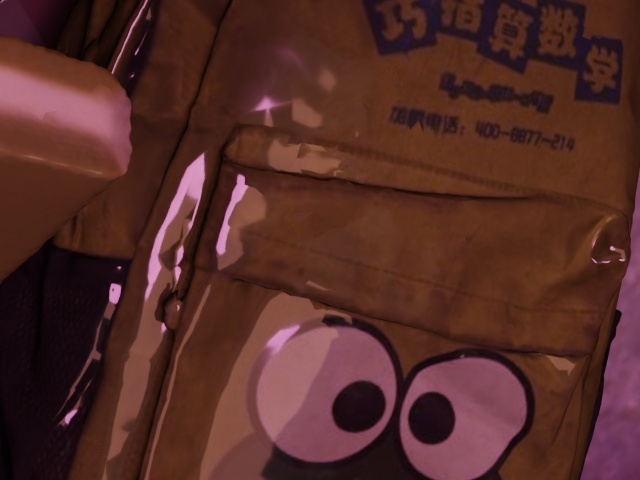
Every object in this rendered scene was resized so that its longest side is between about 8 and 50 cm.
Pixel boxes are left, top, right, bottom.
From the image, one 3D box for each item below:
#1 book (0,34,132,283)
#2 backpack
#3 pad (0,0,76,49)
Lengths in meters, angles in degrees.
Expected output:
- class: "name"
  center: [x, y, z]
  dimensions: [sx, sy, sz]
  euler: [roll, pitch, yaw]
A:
- class: "book"
  center: [-0.249, -0.014, 0.394]
  dimensions: [0.352, 0.239, 0.035]
  euler: [11, 63, -30]
- class: "backpack"
  center: [0.000, 0.000, 0.562]
  dimensions: [0.207, 0.140, 0.253]
  euler: [10, 98, -32]
- class: "pad"
  center: [-0.129, 0.052, 0.598]
  dimensions: [0.300, 0.005, 0.202]
  euler: [-35, 123, -10]
